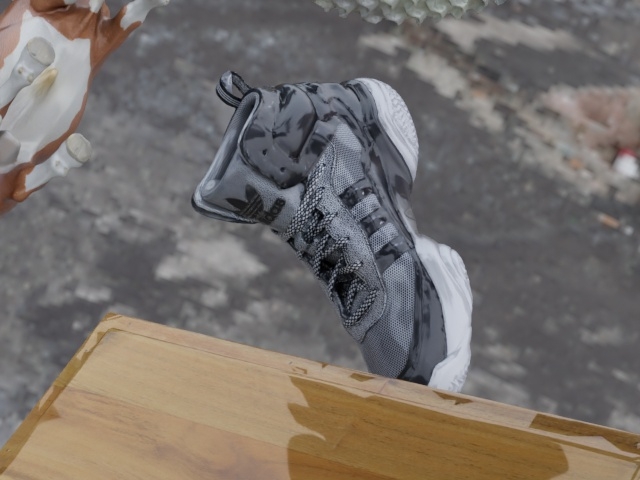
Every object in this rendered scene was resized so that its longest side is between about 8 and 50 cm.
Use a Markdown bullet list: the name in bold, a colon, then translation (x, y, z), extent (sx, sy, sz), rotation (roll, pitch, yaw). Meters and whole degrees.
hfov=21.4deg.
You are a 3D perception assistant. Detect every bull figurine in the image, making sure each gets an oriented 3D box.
- **bull figurine**: translation (-0.212, -0.137, 1.293), extent (0.101, 0.188, 0.310), rotation (36, 52, -25)

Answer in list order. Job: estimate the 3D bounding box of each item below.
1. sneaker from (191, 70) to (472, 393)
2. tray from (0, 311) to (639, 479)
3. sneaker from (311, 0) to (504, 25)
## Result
- **sneaker**: translation (0.000, 0.000, 1.116), extent (0.153, 0.101, 0.268), rotation (8, 53, -31)
- **tray**: translation (-0.017, 0.164, 0.912), extent (0.411, 0.076, 0.203), rotation (10, 53, 38)
- **sneaker**: translation (0.107, -0.225, 0.938), extent (0.293, 0.102, 0.146), rotation (-17, 65, 4)
